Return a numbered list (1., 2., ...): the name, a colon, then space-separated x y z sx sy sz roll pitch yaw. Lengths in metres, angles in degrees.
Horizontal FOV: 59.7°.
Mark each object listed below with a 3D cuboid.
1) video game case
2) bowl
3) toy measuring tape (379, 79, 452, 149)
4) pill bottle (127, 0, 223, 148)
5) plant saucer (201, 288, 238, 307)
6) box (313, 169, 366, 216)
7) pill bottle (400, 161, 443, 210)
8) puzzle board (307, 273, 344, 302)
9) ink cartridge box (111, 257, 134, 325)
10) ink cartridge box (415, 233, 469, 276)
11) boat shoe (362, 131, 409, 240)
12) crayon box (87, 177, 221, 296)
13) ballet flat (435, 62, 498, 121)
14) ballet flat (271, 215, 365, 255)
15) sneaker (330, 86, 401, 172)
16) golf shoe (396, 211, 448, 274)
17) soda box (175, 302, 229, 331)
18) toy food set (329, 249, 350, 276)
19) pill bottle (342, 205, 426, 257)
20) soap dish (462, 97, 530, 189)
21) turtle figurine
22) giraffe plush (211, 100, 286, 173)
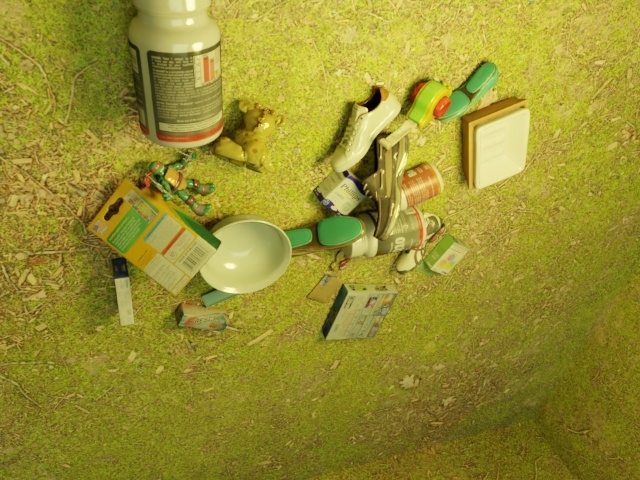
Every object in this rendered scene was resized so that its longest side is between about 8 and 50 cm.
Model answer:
1. video game case: 0.161 0.296 2.314 0.244 0.061 0.269 4 126 -28
2. bowl: -0.252 0.019 1.802 0.298 0.134 0.298 -10 130 -13
3. toy measuring tape: 0.300 -0.399 1.696 0.330 0.121 0.121 -40 141 -27
4. pill bottle: -0.340 -0.422 1.325 0.210 0.210 0.363 -10 132 -19
5. plant saucer: -0.327 0.180 1.995 0.192 0.018 0.067 -23 135 -9
6. box: 0.072 -0.163 1.860 0.137 0.072 0.126 -44 134 13
7. pill bottle: 0.305 -0.177 1.932 0.216 0.121 0.121 -24 135 -7
8. puzzle board: 0.020 0.187 2.183 0.096 0.011 0.128 23 114 -38
9. ink cartridge box: -0.626 0.164 1.771 0.046 0.097 0.207 -8 132 -21
10. ink cartridge box: 0.501 0.080 2.298 0.109 0.062 0.209 21 117 -39
11. boat shoe: 0.197 -0.178 1.810 0.130 0.132 0.355 9 85 0
12. crayon box: -0.480 -0.015 1.629 0.323 0.083 0.203 40 106 -11
13. ballet flat: 0.479 -0.463 1.805 0.247 0.083 0.087 -43 148 15
14. ballet flat: 0.000 0.000 1.891 0.342 0.116 0.124 -14 155 17
15. sneaker: 0.109 -0.347 1.707 0.290 0.106 0.123 -51 130 4
16. golf shoe: 0.364 0.007 2.157 0.120 0.105 0.273 30 106 -25
17. soda box: -0.422 0.276 1.996 0.183 0.063 0.058 14 120 -35
18. toy food set: 0.079 0.080 2.116 0.078 0.019 0.122 13 113 -35
19. pill bottle: 0.217 -0.028 1.988 0.283 0.161 0.161 -11 132 -17
20. soap dish: 0.603 -0.340 1.946 0.229 0.118 0.291 -23 134 -8
21. turtle figurine: -0.404 -0.172 1.585 0.234 0.118 0.175 40 63 -45
22. giraffe plush: -0.191 -0.294 1.565 0.181 0.210 0.170 19 89 -34
